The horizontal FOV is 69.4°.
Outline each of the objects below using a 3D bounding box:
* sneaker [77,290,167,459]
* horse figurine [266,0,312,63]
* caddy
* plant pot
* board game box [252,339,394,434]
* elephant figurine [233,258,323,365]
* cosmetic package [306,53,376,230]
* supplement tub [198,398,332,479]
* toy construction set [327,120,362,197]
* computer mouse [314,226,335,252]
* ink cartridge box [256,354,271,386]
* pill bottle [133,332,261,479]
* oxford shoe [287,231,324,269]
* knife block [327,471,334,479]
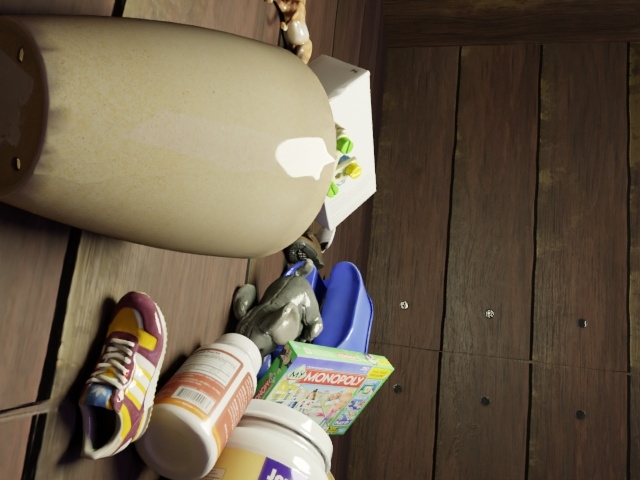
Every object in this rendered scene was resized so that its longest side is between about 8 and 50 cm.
[{"bbox_3d":[-0.228,0.152,0.529,0.084,0.069,0.186,23,71,-82],"label":"sneaker"},{"bbox_3d":[-0.061,-0.470,1.067,0.174,0.066,0.263,-63,153,-48],"label":"horse figurine"},{"bbox_3d":[0.001,0.210,1.169,0.179,0.241,0.341,72,25,-43],"label":"caddy"},{"bbox_3d":[-0.162,-0.100,0.441,0.274,0.256,0.257,-5,99,-60],"label":"plant pot"},{"bbox_3d":[-0.004,0.327,0.994,0.317,0.046,0.213,22,109,-43],"label":"board game box"},{"bbox_3d":[-0.104,0.165,0.923,0.239,0.169,0.186,-11,76,-61],"label":"elephant figurine"},{"bbox_3d":[0.016,-0.225,1.123,0.197,0.155,0.365,-40,145,-23],"label":"cosmetic package"},{"bbox_3d":[-0.119,0.438,0.685,0.331,0.241,0.241,-66,157,-49],"label":"supplement tub"},{"bbox_3d":[-0.065,-0.132,0.869,0.327,0.151,0.215,-37,147,-31],"label":"toy construction set"},{"bbox_3d":[0.000,0.000,1.420,0.193,0.042,0.106,126,-18,-65],"label":"computer mouse"},{"bbox_3d":[-0.140,0.365,1.024,0.097,0.046,0.207,-57,149,-66],"label":"ink cartridge box"},{"bbox_3d":[-0.169,0.234,0.694,0.216,0.121,0.121,-54,146,-66],"label":"pill bottle"},{"bbox_3d":[-0.048,0.017,1.280,0.227,0.082,0.096,57,22,-72],"label":"oxford shoe"},{"bbox_3d":[-0.010,0.632,1.181,0.276,0.242,0.088,-52,-166,42],"label":"knife block"}]
